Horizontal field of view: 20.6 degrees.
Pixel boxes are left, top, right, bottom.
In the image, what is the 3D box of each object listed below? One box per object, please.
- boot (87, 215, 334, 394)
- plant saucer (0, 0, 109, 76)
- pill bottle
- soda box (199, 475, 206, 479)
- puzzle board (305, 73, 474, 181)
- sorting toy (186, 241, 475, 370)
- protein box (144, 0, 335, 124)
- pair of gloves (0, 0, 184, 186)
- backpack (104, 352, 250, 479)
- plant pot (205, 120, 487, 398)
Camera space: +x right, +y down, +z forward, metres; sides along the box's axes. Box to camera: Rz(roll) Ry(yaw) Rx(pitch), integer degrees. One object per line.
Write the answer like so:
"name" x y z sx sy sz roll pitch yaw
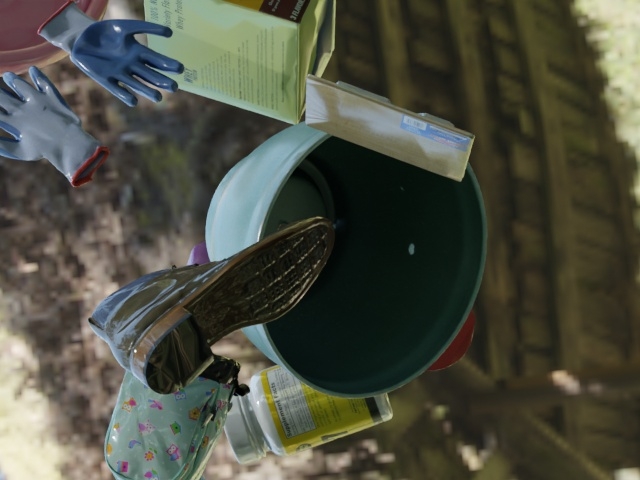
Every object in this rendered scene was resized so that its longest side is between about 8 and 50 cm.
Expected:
"boot" -0.094 0.034 1.491 0.219 0.106 0.082 -37 -49 -26
"plant saucer" -0.428 -0.322 2.182 0.084 0.332 0.332 114 166 -50
"pill bottle" -0.021 0.210 2.277 0.119 0.208 0.119 -20 -90 -87
"soda box" -0.160 0.342 2.203 0.058 0.063 0.183 19 -157 -50
"puzzle board" 0.050 -0.084 1.302 0.096 0.128 0.011 94 -163 -73
"sorting toy" 0.007 0.089 2.217 0.126 0.365 0.127 99 -175 -71
"protein box" -0.097 -0.279 2.173 0.200 0.201 0.136 92 -161 -56
"pair of gloves" -0.224 -0.141 1.630 0.198 0.159 0.023 -48 -25 -18
"backpack" -0.183 0.210 2.059 0.115 0.152 0.182 36 -110 -71
"plant pot" 0.000 0.000 1.847 0.293 0.196 0.293 -9 -74 -35
